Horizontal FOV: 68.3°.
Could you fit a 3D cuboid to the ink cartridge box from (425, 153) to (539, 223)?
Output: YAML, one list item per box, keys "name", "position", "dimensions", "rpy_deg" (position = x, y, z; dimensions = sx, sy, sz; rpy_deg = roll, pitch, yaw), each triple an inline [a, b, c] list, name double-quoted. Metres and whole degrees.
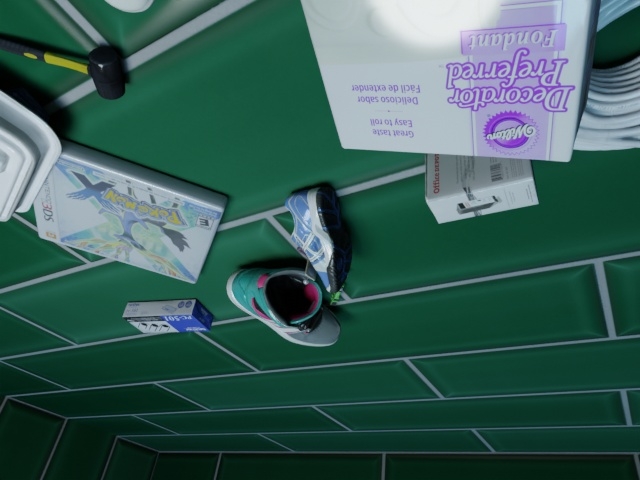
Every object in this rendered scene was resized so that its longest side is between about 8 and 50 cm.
- name: "ink cartridge box"
  position: [0.217, -0.088, 0.646]
  dimensions: [0.135, 0.099, 0.056]
  rpy_deg: [-11, 141, 27]

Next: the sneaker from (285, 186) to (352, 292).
- name: "sneaker"
  position: [0.000, 0.000, 0.825]
  dimensions: [0.081, 0.080, 0.211]
  rpy_deg: [4, 124, 28]

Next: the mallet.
- name: "mallet"
  position: [-0.349, -0.243, 0.611]
  dimensions: [0.189, 0.039, 0.062]
  rpy_deg: [20, 144, -8]

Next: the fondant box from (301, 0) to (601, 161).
- name: "fondant box"
  position: [0.102, -0.230, 0.395]
  dimensions: [0.238, 0.096, 0.330]
  rpy_deg: [10, 142, 29]

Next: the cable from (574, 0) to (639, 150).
- name: "cable"
  position: [0.315, -0.203, 0.478]
  dimensions: [0.256, 0.089, 0.257]
  rpy_deg: [-1, 142, 15]

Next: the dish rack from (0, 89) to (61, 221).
- name: "dish rack"
  position: [-0.576, -0.149, 0.718]
  dimensions: [0.285, 0.073, 0.332]
  rpy_deg: [36, 142, -25]

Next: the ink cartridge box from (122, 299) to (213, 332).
- name: "ink cartridge box"
  position: [-0.391, 0.196, 1.213]
  dimensions: [0.206, 0.046, 0.097]
  rpy_deg: [-5, 144, 18]

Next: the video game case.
- name: "video game case"
  position: [-0.366, -0.041, 0.889]
  dimensions: [0.328, 0.036, 0.300]
  rpy_deg: [19, 143, -14]

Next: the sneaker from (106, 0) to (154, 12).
- name: "sneaker"
  position: [-0.208, -0.319, 0.401]
  dimensions: [0.105, 0.123, 0.290]
  rpy_deg: [8, 146, -2]

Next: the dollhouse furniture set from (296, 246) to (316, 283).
- name: "dollhouse furniture set"
  position: [0.018, 0.060, 0.907]
  dimensions: [0.091, 0.081, 0.114]
  rpy_deg: [-24, 133, 37]

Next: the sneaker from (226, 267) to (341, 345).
- name: "sneaker"
  position: [-0.036, 0.142, 0.985]
  dimensions: [0.295, 0.124, 0.178]
  rpy_deg: [31, 159, -27]

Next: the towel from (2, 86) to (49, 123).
- name: "towel"
  position: [-0.476, -0.189, 0.713]
  dimensions: [0.119, 0.029, 0.067]
  rpy_deg: [-7, 142, 21]

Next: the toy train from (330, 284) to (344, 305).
- name: "toy train"
  position: [0.036, 0.117, 1.033]
  dimensions: [0.017, 0.024, 0.083]
  rpy_deg: [12, 145, -5]
